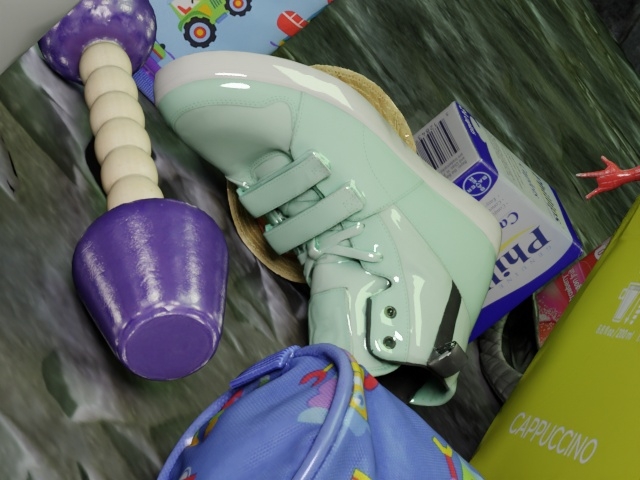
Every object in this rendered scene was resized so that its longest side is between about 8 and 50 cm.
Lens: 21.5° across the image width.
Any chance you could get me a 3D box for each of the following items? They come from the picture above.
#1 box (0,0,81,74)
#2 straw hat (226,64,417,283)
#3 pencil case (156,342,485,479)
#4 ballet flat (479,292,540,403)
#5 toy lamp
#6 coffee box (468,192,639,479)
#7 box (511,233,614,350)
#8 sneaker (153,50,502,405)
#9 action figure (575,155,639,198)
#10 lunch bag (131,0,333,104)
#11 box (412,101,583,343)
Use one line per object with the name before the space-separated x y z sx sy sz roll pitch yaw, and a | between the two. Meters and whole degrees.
box | -0.190 -0.092 0.600 0.130 0.170 0.091 55 18 9
straw hat | -0.012 -0.040 1.097 0.144 0.144 0.061 46 -23 -17
pencil case | 0.059 0.166 0.786 0.306 0.119 0.133 41 37 -30
ballet flat | 0.152 0.084 1.283 0.057 0.049 0.173 32 23 -24
toy lamp | -0.098 -0.037 0.872 0.080 0.080 0.274 37 23 -37
coffee box | 0.338 0.113 0.967 0.334 0.338 0.337 35 -6 -12
box | 0.244 0.131 1.291 0.122 0.128 0.257 41 20 -28
sneaker | 0.001 0.000 0.992 0.256 0.094 0.151 32 52 -24
action figure | 0.302 0.011 1.345 0.091 0.139 0.280 1 71 -74
lunch bag | -0.107 -0.256 1.040 0.293 0.221 0.138 43 20 -26
box | 0.098 -0.007 1.209 0.137 0.126 0.072 36 22 -39
